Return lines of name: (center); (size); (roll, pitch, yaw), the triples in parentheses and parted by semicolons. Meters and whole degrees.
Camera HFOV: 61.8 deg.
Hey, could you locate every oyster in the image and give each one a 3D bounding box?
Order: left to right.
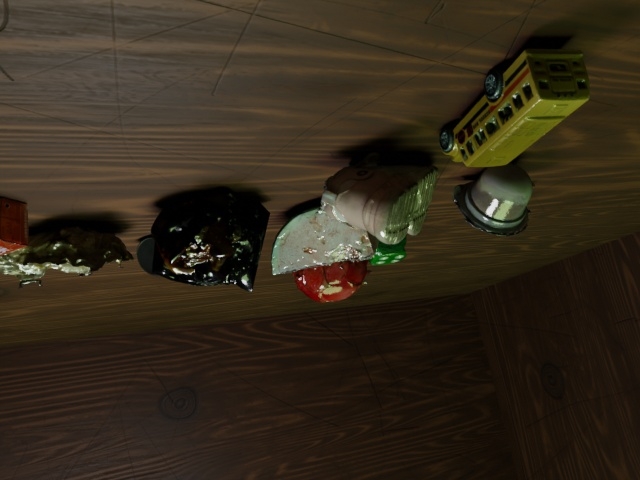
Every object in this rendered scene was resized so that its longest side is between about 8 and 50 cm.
oyster: (-0.636, 0.038, 1.303); (0.337, 0.132, 0.198); (-5, 166, -10)

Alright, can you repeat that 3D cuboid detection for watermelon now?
watermelon: (0.000, 0.000, 1.490); (0.306, 0.180, 0.224); (-14, 150, 20)

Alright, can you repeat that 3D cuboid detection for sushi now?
sushi: (-0.277, -0.011, 1.288); (0.227, 0.215, 0.212); (7, 164, 16)

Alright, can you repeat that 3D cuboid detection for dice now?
dice: (0.206, 0.005, 1.730); (0.120, 0.130, 0.128); (-8, 164, -10)

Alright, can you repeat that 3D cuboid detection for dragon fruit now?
dragon fruit: (0.027, 0.088, 1.744); (0.252, 0.240, 0.241); (-3, 164, -46)

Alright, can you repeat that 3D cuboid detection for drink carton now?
drink carton: (-0.725, -0.010, 1.136); (0.223, 0.096, 0.071); (-16, 163, 20)

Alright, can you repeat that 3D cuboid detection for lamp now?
lamp: (-0.401, 0.073, 1.622); (0.130, 0.108, 0.371); (-11, 165, 15)

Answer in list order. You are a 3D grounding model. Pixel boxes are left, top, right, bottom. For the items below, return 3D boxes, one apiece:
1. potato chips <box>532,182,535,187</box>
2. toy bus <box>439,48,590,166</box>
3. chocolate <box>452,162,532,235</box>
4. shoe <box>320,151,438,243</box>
potato chips: (0.632, -0.139, 1.694); (0.037, 0.026, 0.204); (-24, 163, 0)
toy bus: (0.348, -0.226, 1.008); (0.121, 0.122, 0.335); (-6, 164, -14)
chocolate: (0.469, -0.132, 1.402); (0.222, 0.221, 0.147); (-7, 136, -13)
shoe: (0.146, -0.114, 1.247); (0.198, 0.171, 0.351); (22, -163, 21)
